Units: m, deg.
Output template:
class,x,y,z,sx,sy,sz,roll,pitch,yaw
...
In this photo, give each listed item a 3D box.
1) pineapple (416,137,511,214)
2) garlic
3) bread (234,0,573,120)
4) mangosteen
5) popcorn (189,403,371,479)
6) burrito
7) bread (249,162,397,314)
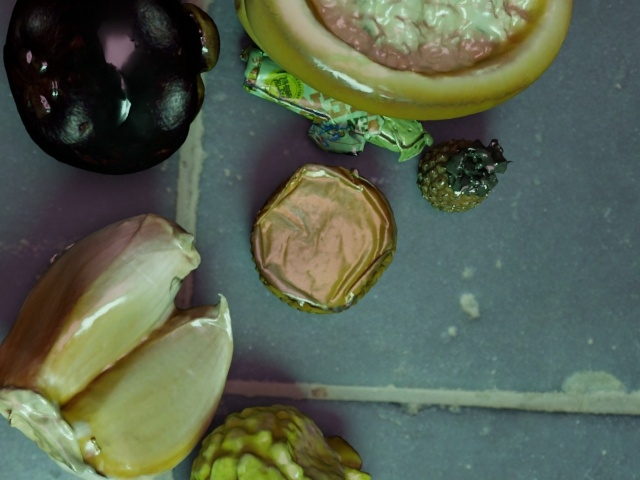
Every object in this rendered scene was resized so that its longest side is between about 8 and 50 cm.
class,x,y,z,sx,sy,sz,roll,pitch,yaw
pineapple,0.197,-0.092,1.427,0.108,0.198,0.108,1,85,-13
garlic,-0.253,0.137,1.334,0.286,0.249,0.313,34,63,8
bread,0.103,-0.325,1.376,0.424,0.245,0.328,-1,104,-17
mangosteen,-0.249,-0.219,1.339,0.233,0.287,0.287,-25,94,18
popcorn,-0.057,0.334,1.370,0.212,0.259,0.259,-38,96,16
burrito,0.015,-0.171,1.462,0.288,0.054,0.104,22,73,-10
bread,0.001,0.001,1.437,0.199,0.104,0.199,1,84,-9
